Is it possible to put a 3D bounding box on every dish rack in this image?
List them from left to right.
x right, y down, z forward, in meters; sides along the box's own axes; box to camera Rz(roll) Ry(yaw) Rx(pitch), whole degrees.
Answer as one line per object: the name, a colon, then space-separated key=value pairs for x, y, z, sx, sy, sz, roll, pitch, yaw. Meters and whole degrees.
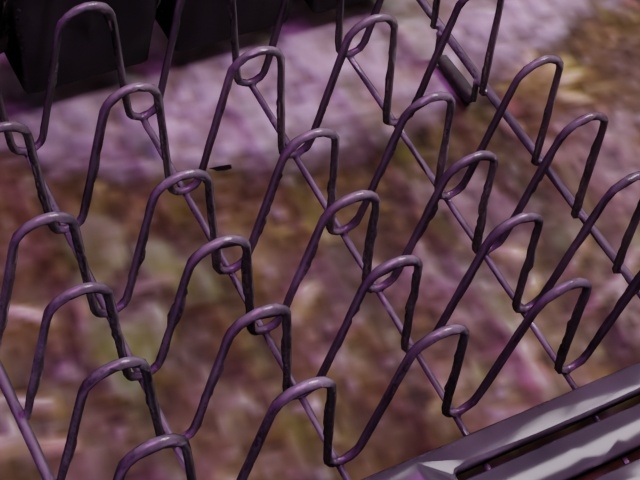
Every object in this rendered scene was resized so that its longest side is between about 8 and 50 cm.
dish rack: x=0.000 y=0.000 z=0.390 sx=0.208 sy=0.074 sz=0.271 roll=-20 pitch=60 yaw=-21
